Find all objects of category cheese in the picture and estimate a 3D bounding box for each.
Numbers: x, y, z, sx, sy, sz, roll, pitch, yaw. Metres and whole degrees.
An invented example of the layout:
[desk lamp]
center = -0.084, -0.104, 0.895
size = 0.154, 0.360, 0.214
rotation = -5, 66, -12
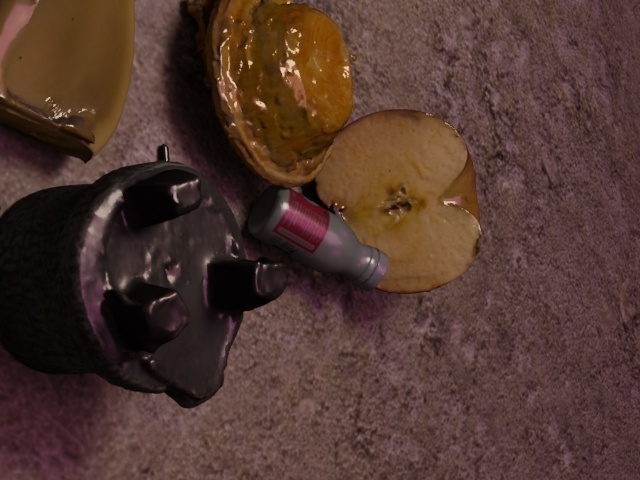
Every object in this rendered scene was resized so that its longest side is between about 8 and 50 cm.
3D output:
[cheese]
center = -0.329, -0.275, 1.517
size = 0.259, 0.128, 0.316
rotation = 28, 71, -55

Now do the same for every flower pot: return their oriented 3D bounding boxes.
[flower pot]
center = -0.214, 0.058, 1.492
size = 0.299, 0.283, 0.299
rotation = 10, 77, -51

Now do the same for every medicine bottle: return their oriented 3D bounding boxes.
[medicine bottle]
center = 0.000, 0.000, 1.877
size = 0.217, 0.090, 0.090
rotation = 30, 61, -25

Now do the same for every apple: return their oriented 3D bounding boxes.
[apple]
center = 0.128, -0.068, 2.013
size = 0.163, 0.251, 0.293
rotation = -67, 147, -82

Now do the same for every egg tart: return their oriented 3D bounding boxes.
[egg tart]
center = -0.041, -0.235, 1.801
size = 0.319, 0.128, 0.319
rotation = 19, 67, -53

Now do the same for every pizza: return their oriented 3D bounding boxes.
[pizza]
center = -0.133, -0.262, 1.829
size = 0.185, 0.036, 0.176
rotation = 13, 78, -52

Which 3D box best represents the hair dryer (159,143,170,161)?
[hair dryer]
center = -0.212, -0.092, 1.723
size = 0.047, 0.026, 0.083
rotation = 0, 78, -54
